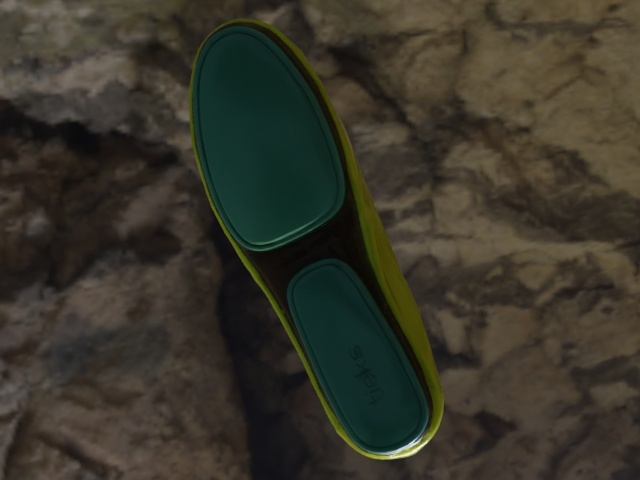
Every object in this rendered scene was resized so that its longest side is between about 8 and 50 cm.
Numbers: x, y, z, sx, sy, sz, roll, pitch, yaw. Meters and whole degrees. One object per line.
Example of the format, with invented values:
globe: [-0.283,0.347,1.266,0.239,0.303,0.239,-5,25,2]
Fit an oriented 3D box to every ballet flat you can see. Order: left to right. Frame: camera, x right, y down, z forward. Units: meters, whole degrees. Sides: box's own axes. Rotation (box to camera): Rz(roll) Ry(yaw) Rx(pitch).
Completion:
ballet flat: [0.000,0.000,0.645,0.077,0.077,0.231,-23,-89,16]
